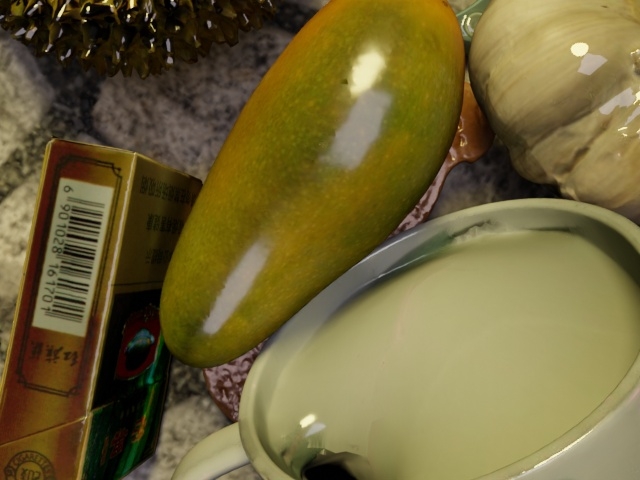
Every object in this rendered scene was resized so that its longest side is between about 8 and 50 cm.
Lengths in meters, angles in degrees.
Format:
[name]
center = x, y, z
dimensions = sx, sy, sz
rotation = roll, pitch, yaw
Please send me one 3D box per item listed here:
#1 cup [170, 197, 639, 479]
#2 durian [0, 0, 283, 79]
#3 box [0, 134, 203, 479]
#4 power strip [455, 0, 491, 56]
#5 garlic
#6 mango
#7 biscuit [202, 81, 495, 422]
[cup]
center = 0.080, 0.177, 0.455
dimensions = 0.357, 0.259, 0.274
rotation = -26, 112, 11
[durian]
center = -0.131, -0.240, 0.475
dimensions = 0.293, 0.258, 0.258
rotation = -32, 92, 7
[box]
center = -0.156, 0.057, 0.503
dimensions = 0.071, 0.159, 0.240
rotation = 10, 90, 5
[power strip]
center = 0.162, -0.229, 0.574
dimensions = 0.137, 0.044, 0.215
rotation = 11, 89, -3
[garlic]
center = 0.208, -0.107, 0.487
dimensions = 0.228, 0.152, 0.227
rotation = 12, 62, -23
[mango]
center = -0.008, -0.046, 0.472
dimensions = 0.289, 0.146, 0.129
rotation = -49, 132, 5
[biscuit]
center = 0.001, 0.000, 0.564
dimensions = 0.206, 0.049, 0.323
rotation = 20, 89, -2
